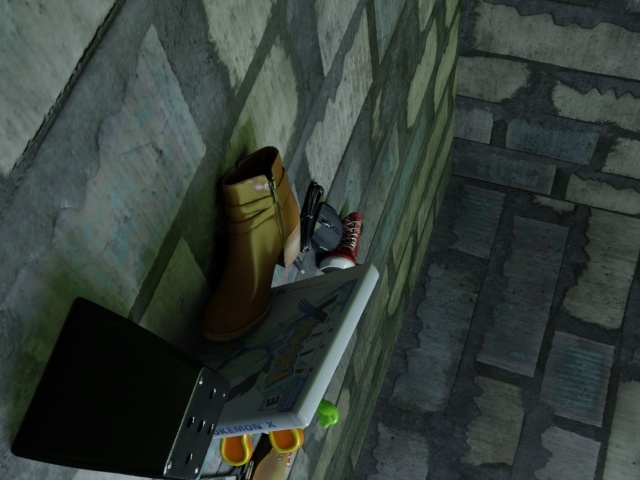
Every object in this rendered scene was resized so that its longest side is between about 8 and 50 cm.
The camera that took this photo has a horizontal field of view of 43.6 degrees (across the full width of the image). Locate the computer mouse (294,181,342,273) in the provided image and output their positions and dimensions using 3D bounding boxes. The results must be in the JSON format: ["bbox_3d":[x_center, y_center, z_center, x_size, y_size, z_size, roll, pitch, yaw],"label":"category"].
[{"bbox_3d":[0.000,0.000,1.803,0.262,0.060,0.184,69,38,-66],"label":"computer mouse"}]

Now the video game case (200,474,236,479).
[{"bbox_3d":[-0.215,0.567,1.571,0.183,0.023,0.201,54,43,-72],"label":"video game case"}]

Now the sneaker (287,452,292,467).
[{"bbox_3d":[-0.084,0.546,2.074,0.118,0.042,0.066,-19,119,-64],"label":"sneaker"}]

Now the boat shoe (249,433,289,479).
[{"bbox_3d":[-0.114,0.503,1.859,0.073,0.073,0.207,-20,-144,54],"label":"boat shoe"}]

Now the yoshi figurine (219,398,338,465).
[{"bbox_3d":[-0.080,0.349,1.614,0.203,0.204,0.362,-59,178,14],"label":"yoshi figurine"}]

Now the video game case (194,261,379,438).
[{"bbox_3d":[-0.085,0.172,1.244,0.036,0.300,0.329,57,37,-23],"label":"video game case"}]

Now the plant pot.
[{"bbox_3d":[-0.218,0.199,0.957,0.187,0.167,0.188,64,44,-68],"label":"plant pot"}]

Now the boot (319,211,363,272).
[{"bbox_3d":[0.061,0.005,1.987,0.244,0.089,0.176,72,34,-84],"label":"boot"}]

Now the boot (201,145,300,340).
[{"bbox_3d":[-0.118,0.002,1.280,0.283,0.109,0.220,-49,145,-37],"label":"boot"}]

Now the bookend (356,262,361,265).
[{"bbox_3d":[0.057,0.162,2.161,0.156,0.072,0.157,87,23,-48],"label":"bookend"}]

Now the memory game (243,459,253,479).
[{"bbox_3d":[-0.174,0.566,1.725,0.186,0.012,0.186,-164,-90,-88],"label":"memory game"}]
